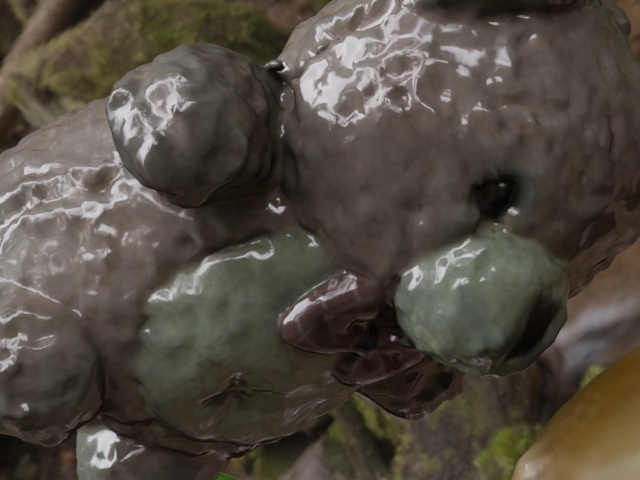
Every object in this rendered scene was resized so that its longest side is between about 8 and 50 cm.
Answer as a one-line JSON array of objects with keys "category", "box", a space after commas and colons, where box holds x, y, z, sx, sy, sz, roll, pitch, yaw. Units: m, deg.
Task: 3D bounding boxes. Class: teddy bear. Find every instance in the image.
[{"category": "teddy bear", "box": [-0.001, 0.000, 0.485, 0.267, 0.236, 0.151, -16, 55, 14]}]

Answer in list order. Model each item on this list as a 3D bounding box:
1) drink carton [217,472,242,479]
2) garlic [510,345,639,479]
[{"category": "drink carton", "box": [-0.048, 0.320, 0.993, 0.108, 0.161, 0.271, -40, 48, 17]}, {"category": "garlic", "box": [0.131, 0.171, 0.373, 0.338, 0.151, 0.196, -89, 17, -51]}]
